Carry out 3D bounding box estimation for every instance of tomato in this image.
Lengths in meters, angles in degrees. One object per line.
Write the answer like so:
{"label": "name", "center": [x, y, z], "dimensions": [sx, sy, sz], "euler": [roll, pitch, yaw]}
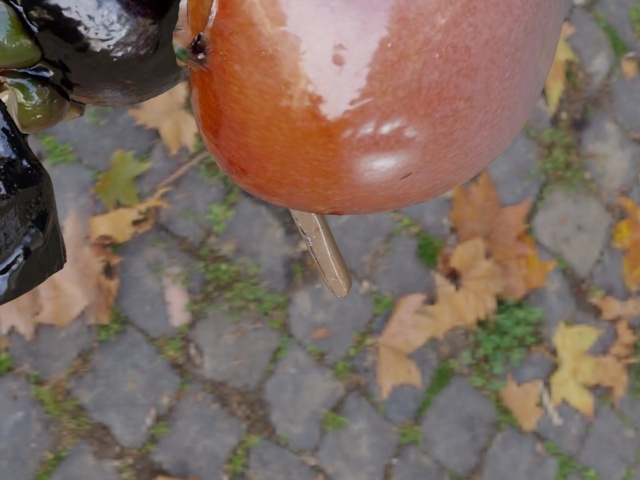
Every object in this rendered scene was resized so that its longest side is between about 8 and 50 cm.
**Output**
{"label": "tomato", "center": [0.035, -0.191, 0.923], "dimensions": [0.272, 0.341, 0.341], "euler": [-2, 84, -6]}

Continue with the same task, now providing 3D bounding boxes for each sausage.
{"label": "sausage", "center": [0.000, 0.000, 1.144], "dimensions": [0.026, 0.026, 0.116], "euler": [-48, 130, -30]}

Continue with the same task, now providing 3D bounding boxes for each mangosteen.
{"label": "mangosteen", "center": [-0.210, -0.206, 1.143], "dimensions": [0.233, 0.287, 0.288], "euler": [12, 76, -14]}

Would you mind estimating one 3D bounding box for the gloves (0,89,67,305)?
{"label": "gloves", "center": [-0.249, -0.050, 0.973], "dimensions": [0.129, 0.106, 0.181], "euler": [-27, 107, -22]}
